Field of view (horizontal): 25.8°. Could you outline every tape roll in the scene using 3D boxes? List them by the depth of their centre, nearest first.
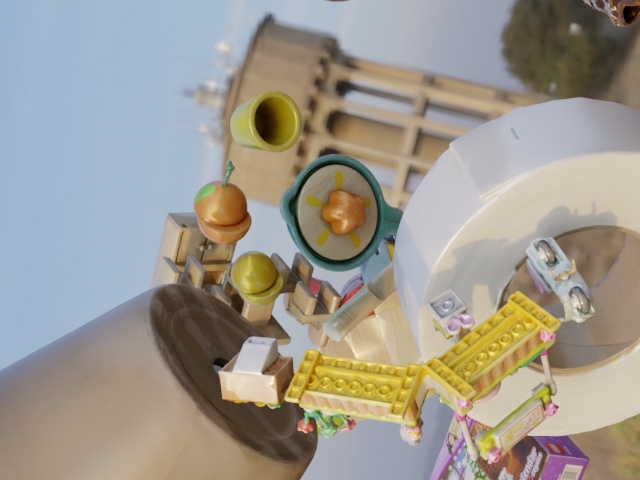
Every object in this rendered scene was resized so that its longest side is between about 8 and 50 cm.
[{"bbox_3d":[0.207,0.025,1.174,0.100,0.286,0.286,-107,24,-56],"label":"tape roll"}]

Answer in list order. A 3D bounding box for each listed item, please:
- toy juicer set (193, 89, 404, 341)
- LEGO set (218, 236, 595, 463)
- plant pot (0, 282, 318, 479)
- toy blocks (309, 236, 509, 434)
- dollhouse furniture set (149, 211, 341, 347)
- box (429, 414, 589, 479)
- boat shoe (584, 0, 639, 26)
[{"bbox_3d":[0.000,0.000,1.590,0.089,0.329,0.209,-3,52,56],"label":"toy juicer set"},{"bbox_3d":[0.076,0.110,1.046,0.132,0.287,0.107,-110,-1,-46],"label":"LEGO set"},{"bbox_3d":[-0.163,0.196,1.164,0.280,0.323,0.323,-43,5,20],"label":"plant pot"},{"bbox_3d":[0.126,0.097,2.050,0.191,0.382,0.260,-103,-6,-81],"label":"toy blocks"},{"bbox_3d":[-0.133,0.090,1.900,0.242,0.212,0.161,47,130,46],"label":"dollhouse furniture set"},{"bbox_3d":[0.187,0.319,1.592,0.201,0.057,0.293,-129,53,-60],"label":"box"},{"bbox_3d":[0.234,-0.207,1.018,0.073,0.073,0.207,-38,-3,2],"label":"boat shoe"}]
